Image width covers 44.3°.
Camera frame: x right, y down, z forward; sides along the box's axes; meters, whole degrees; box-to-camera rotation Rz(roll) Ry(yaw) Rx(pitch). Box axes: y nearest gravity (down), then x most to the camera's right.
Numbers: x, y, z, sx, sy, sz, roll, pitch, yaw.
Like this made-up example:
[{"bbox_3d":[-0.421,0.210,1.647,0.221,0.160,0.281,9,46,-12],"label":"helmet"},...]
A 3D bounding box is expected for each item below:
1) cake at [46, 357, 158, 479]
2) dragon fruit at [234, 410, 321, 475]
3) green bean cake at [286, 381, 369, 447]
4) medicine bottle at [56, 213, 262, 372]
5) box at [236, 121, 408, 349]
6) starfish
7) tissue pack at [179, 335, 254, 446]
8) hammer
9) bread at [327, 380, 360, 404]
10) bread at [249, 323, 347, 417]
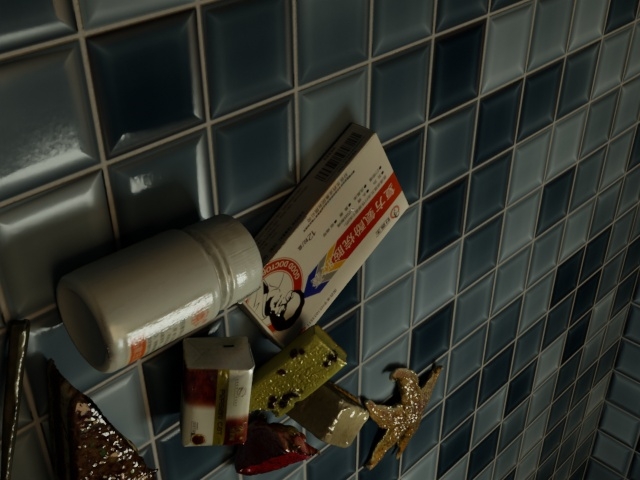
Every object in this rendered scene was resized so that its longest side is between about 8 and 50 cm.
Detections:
[{"bbox_3d":[-0.337,0.291,1.071,0.135,0.112,0.246,-43,140,-19],"label":"cake"},{"bbox_3d":[-0.086,0.366,1.438,0.147,0.096,0.102,-24,145,22],"label":"dragon fruit"},{"bbox_3d":[-0.013,0.287,1.398,0.085,0.179,0.109,-58,143,-3],"label":"green bean cake"},{"bbox_3d":[-0.209,0.062,1.050,0.252,0.144,0.144,-29,133,-35],"label":"medicine bottle"},{"bbox_3d":[0.000,0.000,1.327,0.353,0.069,0.214,-49,142,-13],"label":"box"},{"bbox_3d":[0.187,0.412,1.824,0.299,0.060,0.302,-16,126,-47],"label":"starfish"},{"bbox_3d":[-0.165,0.237,1.228,0.106,0.099,0.149,0,117,-14],"label":"tissue pack"},{"bbox_3d":[-0.392,0.244,0.997,0.027,0.125,0.297,3,103,-24],"label":"hammer"},{"bbox_3d":[0.034,0.325,1.594,0.052,0.044,0.157,-54,143,-4],"label":"bread"},{"bbox_3d":[-0.065,0.241,1.324,0.226,0.049,0.088,-41,108,11],"label":"bread"}]
